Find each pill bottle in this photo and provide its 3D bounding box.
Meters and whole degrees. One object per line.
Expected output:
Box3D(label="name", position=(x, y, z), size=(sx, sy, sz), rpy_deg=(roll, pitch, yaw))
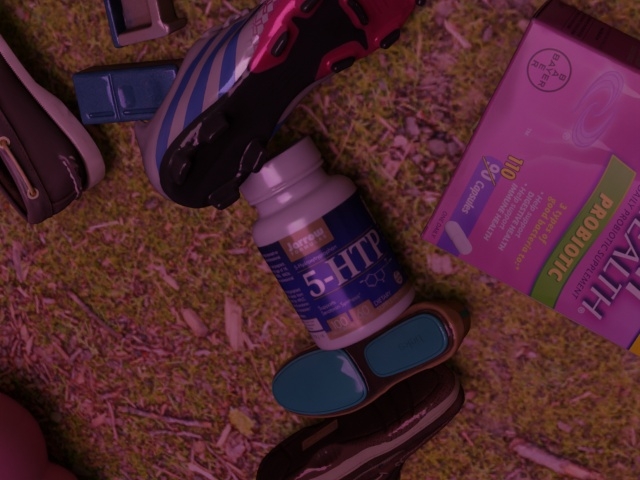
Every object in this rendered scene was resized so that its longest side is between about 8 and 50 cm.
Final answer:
Box3D(label="pill bottle", position=(0.000, 0.000, 0.983), size=(0.112, 0.112, 0.186), rpy_deg=(-27, 100, 27))

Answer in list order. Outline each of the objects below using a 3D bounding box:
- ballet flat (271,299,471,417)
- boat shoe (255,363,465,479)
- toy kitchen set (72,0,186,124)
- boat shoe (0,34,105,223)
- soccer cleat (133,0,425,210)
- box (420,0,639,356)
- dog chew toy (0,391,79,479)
Box3D(label="ballet flat", position=(0.054, 0.120, 1.034), size=(0.232, 0.073, 0.080), rpy_deg=(-24, 89, 33))
Box3D(label="boat shoe", position=(0.054, 0.215, 1.075), size=(0.257, 0.095, 0.095), rpy_deg=(-33, 121, 27))
Box3D(label="toy kitchen set", position=(-0.215, -0.199, 0.951), size=(0.122, 0.166, 0.207), rpy_deg=(-2, 110, 20))
Box3D(label="boat shoe", position=(-0.363, -0.159, 1.047), size=(0.324, 0.097, 0.116), rpy_deg=(48, 149, -4))
Box3D(label="soccer cleat", position=(-0.046, -0.177, 0.916), size=(0.331, 0.143, 0.116), rpy_deg=(-45, 135, 6))
Box3D(label="box", position=(0.245, -0.049, 0.868), size=(0.243, 0.117, 0.213), rpy_deg=(29, 118, 7))
Box3D(label="dog chew toy", position=(-0.370, 0.331, 1.215), size=(0.206, 0.206, 0.332), rpy_deg=(-32, 105, 28))
